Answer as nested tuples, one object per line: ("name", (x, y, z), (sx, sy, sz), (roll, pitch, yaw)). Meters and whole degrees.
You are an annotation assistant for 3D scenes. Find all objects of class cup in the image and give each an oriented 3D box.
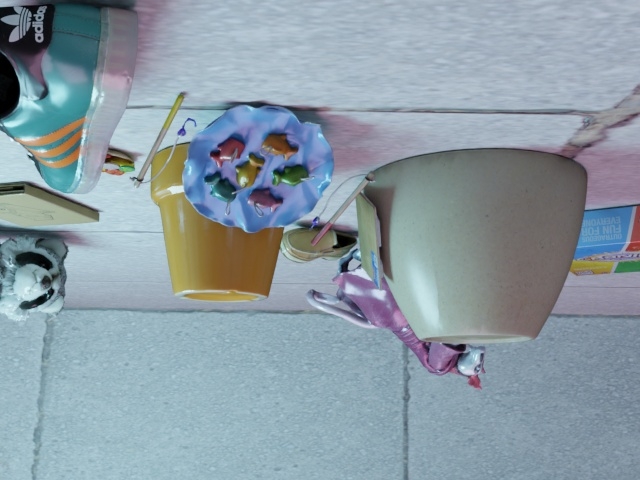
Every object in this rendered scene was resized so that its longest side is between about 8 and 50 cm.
("cup", (0.225, 0.029, 1.104), (0.331, 0.236, 0.331), (1, 169, 0))

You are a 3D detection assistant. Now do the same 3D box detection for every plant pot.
("plant pot", (-0.134, -0.014, 1.029), (0.205, 0.187, 0.205), (1, 168, 0))

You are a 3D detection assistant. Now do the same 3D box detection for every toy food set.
("toy food set", (-0.294, -0.105, 1.014), (0.083, 0.020, 0.083), (9, 165, -34))

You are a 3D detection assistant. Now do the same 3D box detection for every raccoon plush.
("raccoon plush", (-0.720, 0.033, 1.506), (0.446, 0.216, 0.299), (27, -163, 28))

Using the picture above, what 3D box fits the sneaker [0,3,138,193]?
("sneaker", (-0.257, -0.131, 0.705), (0.121, 0.108, 0.302), (7, 159, -23))

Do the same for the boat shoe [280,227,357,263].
("boat shoe", (0.000, 0.000, 1.420), (0.072, 0.068, 0.190), (-25, 167, 35))

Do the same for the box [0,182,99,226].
("box", (-0.498, -0.057, 1.254), (0.165, 0.021, 0.201), (-3, 168, 17))

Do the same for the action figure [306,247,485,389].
("action figure", (0.180, 0.164, 1.459), (0.276, 0.370, 0.248), (-41, 180, 8))

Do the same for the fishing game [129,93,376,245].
("fishing game", (-0.070, -0.075, 0.881), (0.264, 0.041, 0.189), (22, 125, -29))

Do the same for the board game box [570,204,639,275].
("board game box", (0.559, 0.005, 1.383), (0.242, 0.064, 0.316), (-6, 166, 30))

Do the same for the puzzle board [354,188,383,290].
("puzzle board", (0.072, -0.002, 1.086), (0.011, 0.128, 0.096), (-11, -158, -10))
